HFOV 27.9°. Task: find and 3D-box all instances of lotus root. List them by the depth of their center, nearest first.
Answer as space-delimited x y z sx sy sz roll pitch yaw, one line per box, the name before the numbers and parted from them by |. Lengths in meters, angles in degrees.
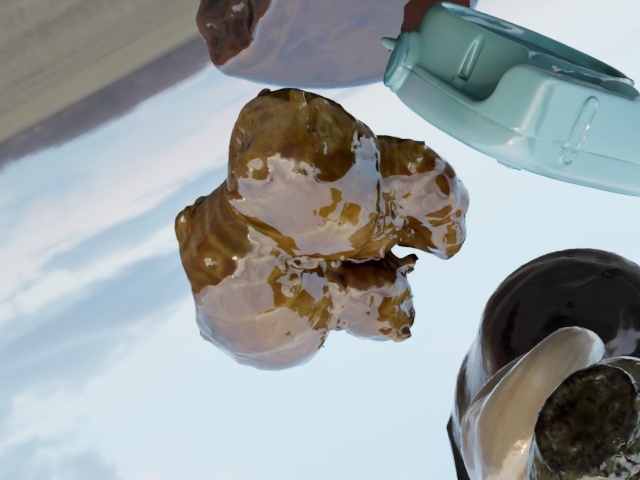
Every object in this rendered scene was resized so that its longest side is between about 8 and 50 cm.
lotus root | 0.338 0.259 1.214 0.250 0.346 0.250 -36 -153 22

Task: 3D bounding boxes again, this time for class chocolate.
chocolate | 0.377 0.195 1.803 0.384 0.383 0.331 -33 154 -24

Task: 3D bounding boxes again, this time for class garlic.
garlic | 0.226 0.190 1.430 0.228 0.110 0.217 -53 169 -30

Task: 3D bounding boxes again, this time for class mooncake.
mooncake | 0.014 -0.298 1.405 0.334 0.174 0.326 -11 161 13

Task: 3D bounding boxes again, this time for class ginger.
ginger | -0.007 0.007 1.307 0.274 0.152 0.357 7 129 -28

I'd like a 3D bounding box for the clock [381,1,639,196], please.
clock | 0.170 -0.134 1.115 0.223 0.094 0.274 8 -158 -39
